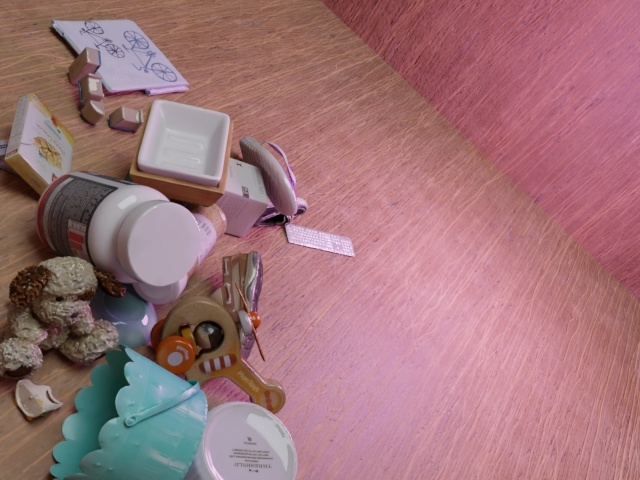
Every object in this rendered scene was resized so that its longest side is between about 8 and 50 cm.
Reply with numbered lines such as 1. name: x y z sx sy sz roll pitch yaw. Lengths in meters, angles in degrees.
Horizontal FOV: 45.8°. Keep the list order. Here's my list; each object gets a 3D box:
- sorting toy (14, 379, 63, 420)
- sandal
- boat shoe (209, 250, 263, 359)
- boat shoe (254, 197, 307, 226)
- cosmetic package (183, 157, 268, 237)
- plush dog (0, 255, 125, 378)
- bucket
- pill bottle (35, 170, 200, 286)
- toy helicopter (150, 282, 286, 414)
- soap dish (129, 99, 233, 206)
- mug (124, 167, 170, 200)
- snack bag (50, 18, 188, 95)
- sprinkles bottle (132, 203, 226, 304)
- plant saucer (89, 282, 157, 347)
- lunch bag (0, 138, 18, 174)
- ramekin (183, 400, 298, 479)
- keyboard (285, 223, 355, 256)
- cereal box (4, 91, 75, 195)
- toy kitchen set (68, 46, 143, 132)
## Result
1. sorting toy: -0.535 0.305 1.452 0.083 0.045 0.075 42 19 21
2. sandal: -0.135 -0.216 2.210 0.102 0.169 0.416 -22 37 -14
3. boat shoe: -0.215 0.168 1.872 0.117 0.123 0.324 3 50 3
4. boat shoe: -0.120 -0.075 2.255 0.219 0.077 0.070 -10 58 -40
5. cosmetic package: -0.267 -0.128 2.095 0.184 0.151 0.151 16 42 -33
6. plush dog: -0.519 0.121 1.485 0.262 0.225 0.210 -4 48 -51
7. bucket: -0.348 0.346 1.396 0.183 0.281 0.281 32 35 -24
8. pill bottle: -0.434 -0.025 1.616 0.363 0.210 0.210 15 12 43
9. toy helicopter: -0.195 0.257 1.701 0.355 0.235 0.140 47 -3 -23
10. soap dish: -0.348 -0.221 1.926 0.229 0.118 0.290 11 44 -11
11. mug: -0.457 -0.141 1.972 0.158 0.097 0.129 2 51 -42
12. snack bag: -0.615 -0.568 2.349 0.323 0.037 0.343 49 34 12
13. sprinkles bottle: -0.337 0.021 1.857 0.121 0.121 0.355 37 28 -6
14. plant saucer: -0.450 0.152 1.708 0.195 0.037 0.195 26 38 -22
15. lunch bag: -0.738 -0.203 1.808 0.083 0.053 0.071 22 34 -21
16. ramekin: -0.169 0.453 1.543 0.273 0.127 0.272 21 44 -22
17. keyboard: 0.000 0.000 2.338 0.256 0.014 0.072 13 43 -35
18. cereal box: -0.671 -0.221 1.827 0.173 0.047 0.240 56 16 -46
19. toy kitchen set: -0.605 -0.412 2.147 0.166 0.122 0.207 6 68 -41
